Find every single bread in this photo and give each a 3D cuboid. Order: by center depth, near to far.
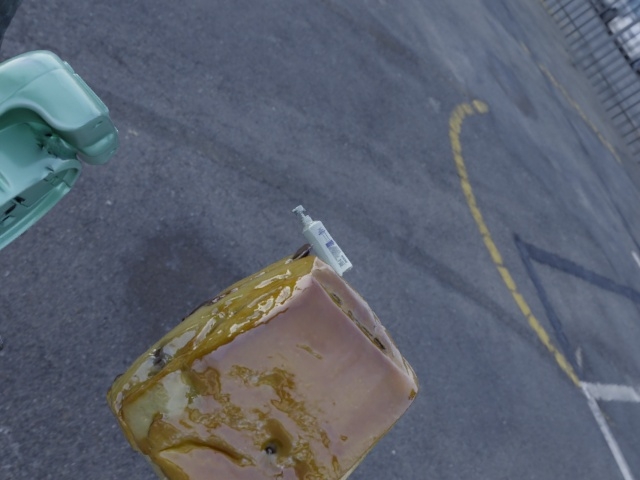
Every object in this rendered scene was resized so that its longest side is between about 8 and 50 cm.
[{"bbox_3d":[-0.039,0.139,0.609,0.210,0.235,0.099,53,-6,-17],"label":"bread"}]

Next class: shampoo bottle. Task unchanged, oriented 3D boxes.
[{"bbox_3d":[0.000,0.000,1.179,0.141,0.034,0.049,55,40,1],"label":"shampoo bottle"}]

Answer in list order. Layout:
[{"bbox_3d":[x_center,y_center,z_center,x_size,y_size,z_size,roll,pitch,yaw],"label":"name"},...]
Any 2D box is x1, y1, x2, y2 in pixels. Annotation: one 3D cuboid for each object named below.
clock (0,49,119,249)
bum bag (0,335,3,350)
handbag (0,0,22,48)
[{"bbox_3d":[-0.212,-0.029,0.425,0.060,0.188,0.148,50,-8,-7],"label":"clock"},{"bbox_3d":[-0.434,0.025,0.826,0.102,0.069,0.248,-1,82,-38],"label":"bum bag"},{"bbox_3d":[-0.287,-0.255,0.574,0.089,0.175,0.270,28,15,-49],"label":"handbag"}]
